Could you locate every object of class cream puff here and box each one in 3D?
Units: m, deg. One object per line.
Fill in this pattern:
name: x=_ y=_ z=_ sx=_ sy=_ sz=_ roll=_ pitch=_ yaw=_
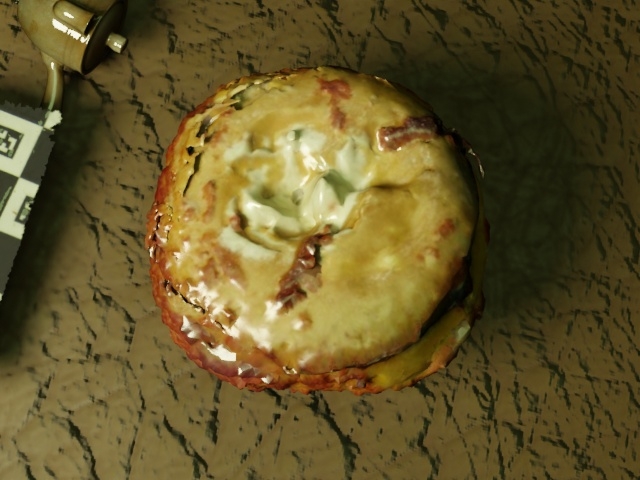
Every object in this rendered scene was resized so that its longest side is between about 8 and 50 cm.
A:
cream puff: x=0.000 y=-0.001 z=0.754 sx=0.240 sy=0.164 sz=0.240 roll=0 pitch=64 yaw=-1

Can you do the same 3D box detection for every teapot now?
teapot: x=-0.189 y=-0.142 z=0.801 sx=0.080 sy=0.085 sz=0.110 roll=30 pitch=94 yaw=0

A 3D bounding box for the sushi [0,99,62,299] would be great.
sushi: x=-0.296 y=-0.007 z=0.771 sx=0.192 sy=0.040 sz=0.210 roll=12 pitch=78 yaw=1
